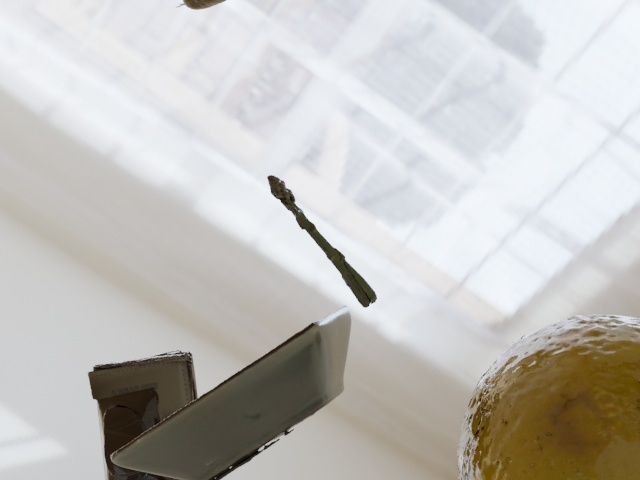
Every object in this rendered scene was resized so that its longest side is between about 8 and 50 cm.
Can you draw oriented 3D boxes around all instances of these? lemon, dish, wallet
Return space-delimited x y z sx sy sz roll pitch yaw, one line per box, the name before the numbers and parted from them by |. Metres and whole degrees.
lemon | 0.245 0.197 1.300 0.258 0.258 0.310 -53 -172 25
dish | -0.066 0.164 1.472 0.243 0.080 0.182 -33 177 11
wallet | -0.232 0.271 2.068 0.170 0.231 0.069 -9 177 18

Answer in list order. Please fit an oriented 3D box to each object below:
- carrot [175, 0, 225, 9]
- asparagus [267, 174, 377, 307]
carrot | -0.081 -0.322 1.752 0.298 0.078 0.078 -25 -155 43
asparagus | 0.000 0.000 1.710 0.023 0.233 0.022 15 -118 48
